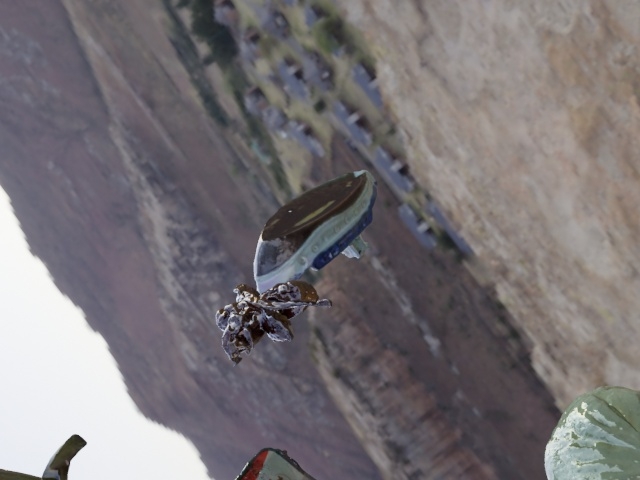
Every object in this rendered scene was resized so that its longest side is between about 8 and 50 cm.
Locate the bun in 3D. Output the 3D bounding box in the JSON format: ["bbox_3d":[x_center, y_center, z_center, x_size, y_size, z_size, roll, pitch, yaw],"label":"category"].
[{"bbox_3d":[0.332,0.235,1.041,0.195,0.195,0.118,52,140,13],"label":"bun"}]

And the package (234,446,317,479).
[{"bbox_3d":[-0.012,0.345,1.158,0.232,0.166,0.040,35,137,13],"label":"package"}]

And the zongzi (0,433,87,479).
[{"bbox_3d":[-0.389,0.175,0.486,0.447,0.418,0.182,10,-119,-47],"label":"zongzi"}]

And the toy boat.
[{"bbox_3d":[0.000,0.000,1.482,0.114,0.262,0.115,14,130,45],"label":"toy boat"}]

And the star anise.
[{"bbox_3d":[-0.050,0.080,1.150,0.190,0.097,0.070,-8,127,39],"label":"star anise"}]
